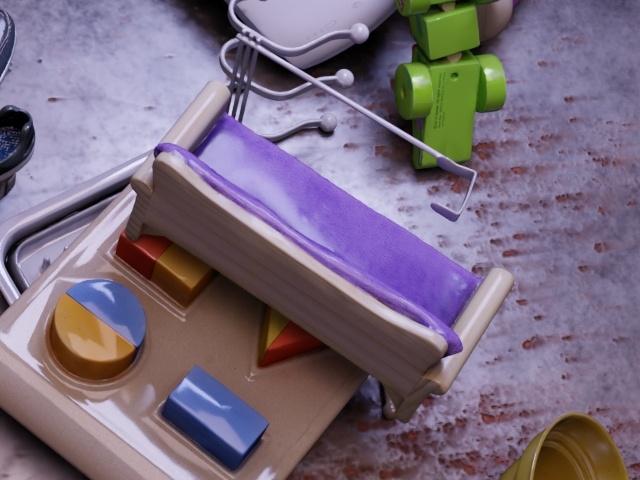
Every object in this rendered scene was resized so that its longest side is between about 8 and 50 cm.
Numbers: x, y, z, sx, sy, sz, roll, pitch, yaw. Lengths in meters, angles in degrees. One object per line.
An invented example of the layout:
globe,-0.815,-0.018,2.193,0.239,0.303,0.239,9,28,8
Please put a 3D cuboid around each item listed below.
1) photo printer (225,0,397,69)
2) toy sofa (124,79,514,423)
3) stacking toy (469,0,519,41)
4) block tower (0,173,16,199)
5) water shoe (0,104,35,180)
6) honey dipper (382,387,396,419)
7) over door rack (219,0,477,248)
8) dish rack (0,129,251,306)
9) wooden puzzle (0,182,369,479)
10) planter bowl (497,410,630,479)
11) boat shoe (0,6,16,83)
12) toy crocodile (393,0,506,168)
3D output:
photo printer,-0.026,-0.368,1.996,0.256,0.107,0.307,-41,85,11
toy sofa,0.000,0.000,1.705,0.362,0.177,0.150,34,60,4
stacking toy,0.239,-0.390,2.122,0.141,0.141,0.330,36,59,5
block tower,-0.447,0.019,1.797,0.097,0.091,0.335,32,62,4
water shoe,-0.373,-0.068,1.757,0.073,0.080,0.203,44,64,9
honey dipper,0.068,0.115,1.902,0.030,0.030,0.161,-4,69,-14
over door rack,0.030,-0.117,1.886,0.324,0.239,0.108,42,69,8
dish rack,-0.156,0.050,1.858,0.333,0.072,0.285,-27,75,-23
wooden puzzle,-0.126,0.095,1.762,0.322,0.080,0.348,38,65,6
planter bowl,0.235,0.287,1.802,0.217,0.090,0.217,17,68,-50
boat shoe,-0.419,-0.173,1.897,0.095,0.079,0.254,40,64,8
toy crocodile,0.135,-0.233,1.940,0.115,0.340,0.105,-11,33,-13
